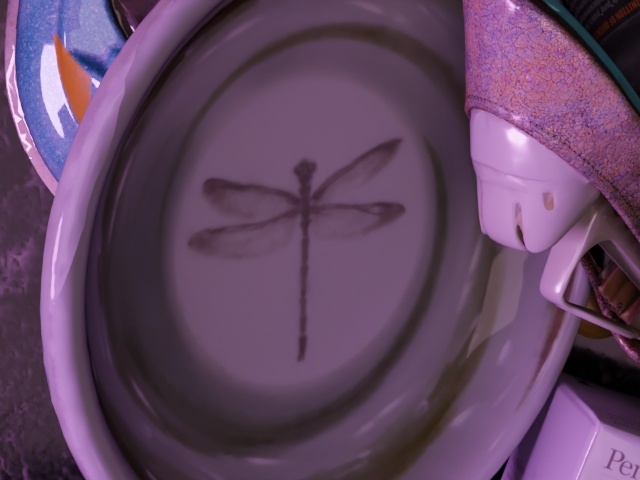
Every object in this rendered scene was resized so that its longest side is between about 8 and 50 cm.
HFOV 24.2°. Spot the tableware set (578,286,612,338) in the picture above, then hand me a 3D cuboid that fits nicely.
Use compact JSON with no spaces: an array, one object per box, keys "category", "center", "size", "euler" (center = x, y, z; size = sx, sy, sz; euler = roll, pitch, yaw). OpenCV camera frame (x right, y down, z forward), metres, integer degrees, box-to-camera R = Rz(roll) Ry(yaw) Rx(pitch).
[{"category":"tableware set","center":[0.156,0.007,0.995],"size":[0.154,0.024,0.104],"euler":[13,94,-3]}]

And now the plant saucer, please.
[{"category":"plant saucer","center":[0.000,0.000,0.871],"size":[0.400,0.100,0.400],"euler":[-13,111,-36]}]

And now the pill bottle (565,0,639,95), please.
[{"category":"pill bottle","center":[0.197,-0.173,0.864],"size":[0.130,0.130,0.245],"euler":[-22,79,1]}]

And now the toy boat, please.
[{"category":"toy boat","center":[-0.161,-0.118,0.899],"size":[0.318,0.148,0.267],"euler":[0,98,-3]}]

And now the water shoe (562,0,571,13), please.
[{"category":"water shoe","center":[0.139,-0.162,0.955],"size":[0.203,0.073,0.080],"euler":[21,74,-9]}]

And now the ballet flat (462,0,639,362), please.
[{"category":"ballet flat","center":[0.154,-0.020,0.861],"size":[0.106,0.107,0.316],"euler":[-51,128,-7]}]

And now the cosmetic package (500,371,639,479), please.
[{"category":"cosmetic package","center":[0.194,0.202,0.957],"size":[0.151,0.151,0.183],"euler":[19,97,-6]}]
